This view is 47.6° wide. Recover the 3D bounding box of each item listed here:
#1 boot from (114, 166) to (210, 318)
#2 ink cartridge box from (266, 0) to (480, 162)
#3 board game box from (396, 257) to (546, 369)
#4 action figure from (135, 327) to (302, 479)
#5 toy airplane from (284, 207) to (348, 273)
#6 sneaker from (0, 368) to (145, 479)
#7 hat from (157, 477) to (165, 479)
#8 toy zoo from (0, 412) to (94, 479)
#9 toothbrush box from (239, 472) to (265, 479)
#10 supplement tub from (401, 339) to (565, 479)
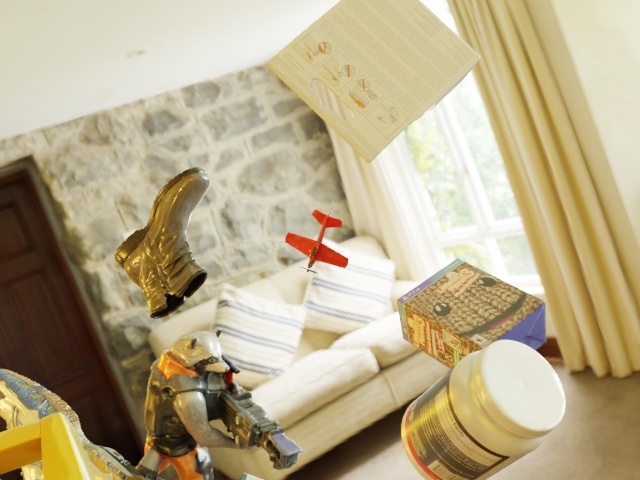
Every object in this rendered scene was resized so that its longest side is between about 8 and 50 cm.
[{"bbox_3d":[-0.331,0.010,1.741,0.338,0.222,0.118,-52,-29,16],"label":"boot"},{"bbox_3d":[0.115,-0.376,1.586,0.385,0.308,0.091,-45,-3,-19],"label":"ink cartridge box"},{"bbox_3d":[0.381,0.203,1.839,0.232,0.141,0.291,-32,38,-26],"label":"board game box"},{"bbox_3d":[-0.190,0.295,1.073,0.179,0.330,0.341,7,5,-38],"label":"action figure"},{"bbox_3d":[0.000,0.000,1.531,0.151,0.151,0.028,-20,0,16],"label":"toy airplane"},{"bbox_3d":[-0.387,0.309,1.020,0.131,0.296,0.112,-49,-13,-4],"label":"sneaker"},{"bbox_3d":[-0.474,0.701,1.766,0.331,0.133,0.331,11,20,-4],"label":"hat"},{"bbox_3d":[-0.231,0.215,0.405,0.293,0.030,0.192,-19,48,-7],"label":"toy zoo"},{"bbox_3d":[-0.041,0.446,0.805,0.295,0.216,0.126,-73,7,-50],"label":"toothbrush box"},{"bbox_3d":[0.283,0.315,1.294,0.191,0.191,0.272,-25,-21,-41],"label":"supplement tub"}]
